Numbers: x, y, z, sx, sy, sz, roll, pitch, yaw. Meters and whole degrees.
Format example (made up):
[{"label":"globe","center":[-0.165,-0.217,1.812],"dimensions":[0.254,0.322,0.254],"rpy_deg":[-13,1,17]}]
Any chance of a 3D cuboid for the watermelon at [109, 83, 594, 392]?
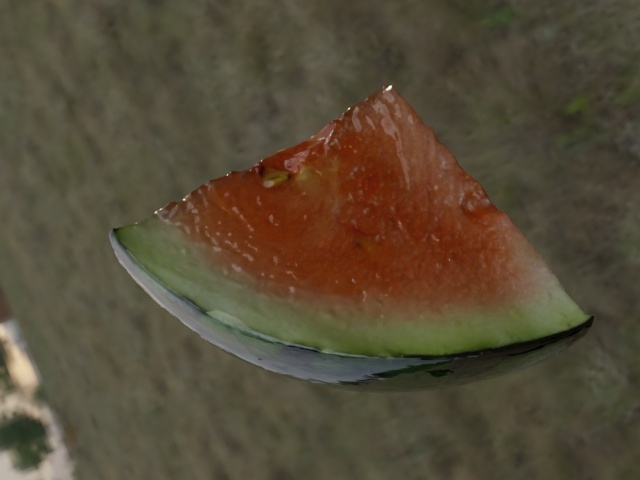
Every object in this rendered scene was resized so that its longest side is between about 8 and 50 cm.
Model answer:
[{"label":"watermelon","center":[0.000,0.021,0.667],"dimensions":[0.193,0.145,0.137],"rpy_deg":[17,134,60]}]
